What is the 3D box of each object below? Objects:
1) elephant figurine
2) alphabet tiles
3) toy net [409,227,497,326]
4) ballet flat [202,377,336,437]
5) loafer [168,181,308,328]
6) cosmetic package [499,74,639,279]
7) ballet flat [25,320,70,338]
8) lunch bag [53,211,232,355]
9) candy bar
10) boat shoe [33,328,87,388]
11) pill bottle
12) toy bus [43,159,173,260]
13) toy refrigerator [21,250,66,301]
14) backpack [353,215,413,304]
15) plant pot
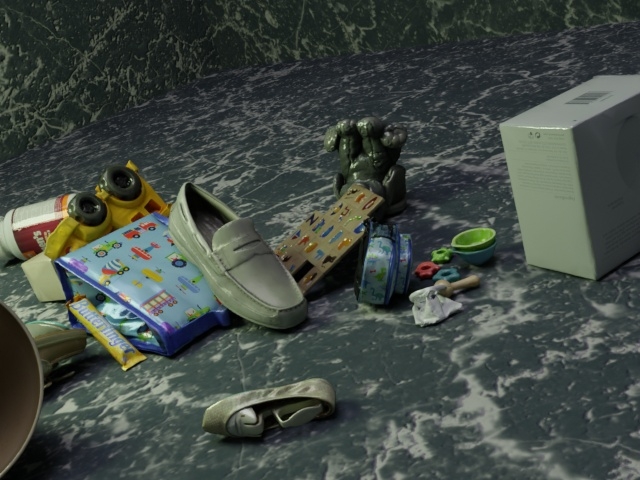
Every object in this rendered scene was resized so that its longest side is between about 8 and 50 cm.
[{"bbox_3d":[0.084,-0.099,1.558,0.186,0.240,0.169,2,-7,-32],"label":"elephant figurine"},{"bbox_3d":[0.000,0.000,1.392,0.237,0.009,0.198,-44,25,-4],"label":"alphabet tiles"},{"bbox_3d":[0.177,0.050,1.229,0.122,0.045,0.232,-1,25,33],"label":"toy net"},{"bbox_3d":[-0.062,0.206,0.994,0.168,0.057,0.052,-17,31,-2],"label":"ballet flat"},{"bbox_3d":[-0.136,0.020,1.301,0.112,0.111,0.319,-24,48,-37],"label":"loafer"},{"bbox_3d":[0.399,-0.098,1.194,0.224,0.225,0.138,-26,21,-27],"label":"cosmetic package"},{"bbox_3d":[-0.497,0.175,1.383,0.213,0.072,0.068,-2,52,33],"label":"ballet flat"},{"bbox_3d":[-0.253,0.078,1.373,0.293,0.138,0.221,16,34,37],"label":"lunch bag"},{"bbox_3d":[-0.336,0.141,1.291,0.161,0.018,0.040,41,53,20],"label":"candy bar"},{"bbox_3d":[-0.477,0.215,1.241,0.285,0.089,0.104,-24,-4,-27],"label":"boat shoe"},{"bbox_3d":[-0.638,-0.024,1.881,0.221,0.121,0.121,-14,21,4],"label":"pill bottle"},{"bbox_3d":[-0.372,-0.007,1.558,0.149,0.211,0.220,-43,7,44],"label":"toy bus"},{"bbox_3d":[-0.453,0.024,1.676,0.102,0.094,0.269,-8,21,38],"label":"toy refrigerator"},{"bbox_3d":[0.095,0.038,1.237,0.084,0.105,0.114,9,34,5],"label":"backpack"},{"bbox_3d":[-0.503,0.208,1.064,0.284,0.284,0.191,-25,-9,-24],"label":"plant pot"}]
